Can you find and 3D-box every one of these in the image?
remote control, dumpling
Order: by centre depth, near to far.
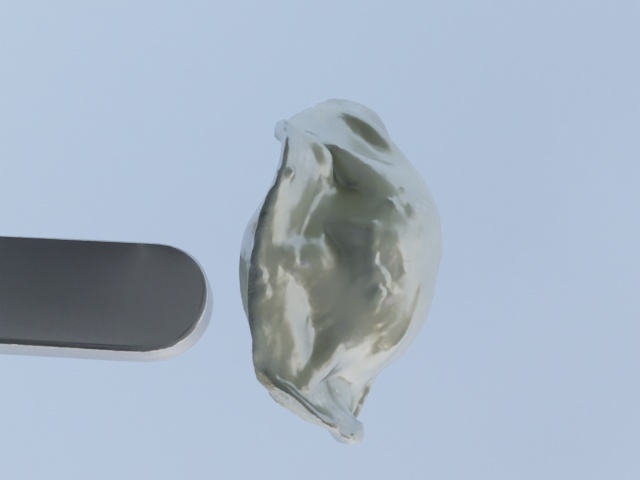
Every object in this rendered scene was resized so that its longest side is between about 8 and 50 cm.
[{"bbox_3d":[0.000,-0.002,0.783,0.100,0.134,0.169,17,-108,34],"label":"dumpling"},{"bbox_3d":[-0.187,0.033,1.007,0.245,0.022,0.077,2,-120,9],"label":"remote control"}]
